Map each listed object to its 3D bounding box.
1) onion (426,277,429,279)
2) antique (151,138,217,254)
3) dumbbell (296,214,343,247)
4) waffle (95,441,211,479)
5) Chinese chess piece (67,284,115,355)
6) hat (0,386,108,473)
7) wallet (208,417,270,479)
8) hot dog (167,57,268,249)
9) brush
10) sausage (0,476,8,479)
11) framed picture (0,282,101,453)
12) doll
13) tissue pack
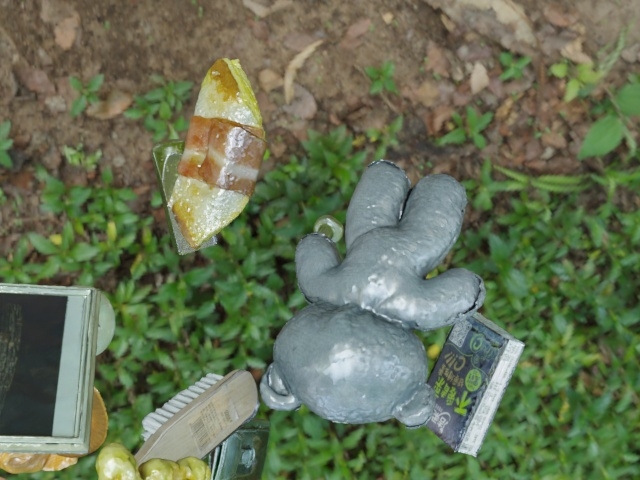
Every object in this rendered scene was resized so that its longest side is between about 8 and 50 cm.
[{"bbox_3d":[0.128,0.125,2.076,0.216,0.207,0.206,-49,169,-6],"label":"onion"},{"bbox_3d":[-0.274,-0.091,1.790,0.081,0.080,0.221,-17,106,-17],"label":"antique"},{"bbox_3d":[0.000,0.000,1.454,0.052,0.118,0.046,44,117,-3],"label":"dumbbell"},{"bbox_3d":[-0.140,0.337,0.767,0.060,0.307,0.312,-11,142,35],"label":"waffle"},{"bbox_3d":[-0.464,0.158,1.745,0.144,0.144,0.058,-40,161,20],"label":"Chinese chess piece"},{"bbox_3d":[-0.520,0.318,1.473,0.233,0.233,0.244,-40,178,21],"label":"hat"},{"bbox_3d":[-0.180,0.486,2.075,0.055,0.160,0.236,4,169,25],"label":"wallet"},{"bbox_3d":[-0.132,-0.117,1.249,0.093,0.123,0.262,7,104,-50],"label":"hot dog"},{"bbox_3d":[-0.191,0.234,0.962,0.327,0.065,0.070,-36,124,-44],"label":"brush"},{"bbox_3d":[-0.504,0.479,1.294,0.121,0.121,0.304,8,117,-32],"label":"sausage"},{"bbox_3d":[-0.406,0.152,1.165,0.231,0.293,0.018,4,129,-14],"label":"framed picture"},{"bbox_3d":[0.075,0.071,1.091,0.245,0.341,0.158,10,149,18],"label":"doll"},{"bbox_3d":[0.279,0.264,1.711,0.073,0.173,0.236,19,96,-26],"label":"tissue pack"}]
